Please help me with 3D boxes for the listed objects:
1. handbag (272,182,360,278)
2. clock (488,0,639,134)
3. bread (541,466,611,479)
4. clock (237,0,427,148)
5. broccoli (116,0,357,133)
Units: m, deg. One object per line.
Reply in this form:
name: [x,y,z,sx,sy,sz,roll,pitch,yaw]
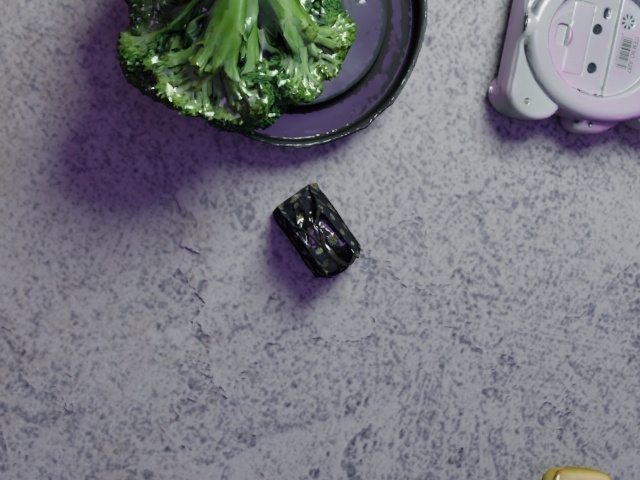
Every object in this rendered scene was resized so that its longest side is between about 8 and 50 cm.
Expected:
handbag: [0.000,0.000,1.167,0.072,0.139,0.115,-34,103,3]
clock: [0.353,-0.250,1.234,0.247,0.090,0.228,9,95,-14]
bread: [0.347,0.353,1.323,0.115,0.056,0.082,7,76,-27]
clock: [-0.033,-0.275,1.163,0.324,0.067,0.325,-1,97,-11]
broccoli: [-0.094,-0.248,1.012,0.261,0.242,0.269,37,59,5]
